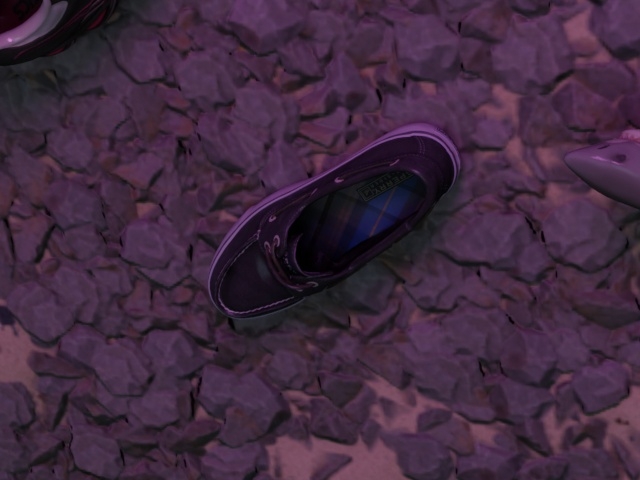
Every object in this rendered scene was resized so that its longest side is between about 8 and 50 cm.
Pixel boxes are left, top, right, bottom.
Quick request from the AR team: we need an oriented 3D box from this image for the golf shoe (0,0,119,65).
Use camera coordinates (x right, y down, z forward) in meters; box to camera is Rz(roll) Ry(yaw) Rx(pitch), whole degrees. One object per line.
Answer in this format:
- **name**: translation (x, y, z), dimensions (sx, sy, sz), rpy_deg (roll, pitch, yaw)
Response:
- **golf shoe**: translation (-0.143, -0.205, 0.893), dimensions (0.105, 0.120, 0.273), rpy_deg (44, 119, -4)

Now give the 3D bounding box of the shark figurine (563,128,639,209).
- **shark figurine**: translation (0.298, -0.026, 0.778), dimensions (0.278, 0.116, 0.166), rpy_deg (-14, 154, 42)

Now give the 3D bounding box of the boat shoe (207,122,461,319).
- **boat shoe**: translation (0.000, 0.000, 0.970), dimensions (0.228, 0.076, 0.080), rpy_deg (-29, 103, 28)
